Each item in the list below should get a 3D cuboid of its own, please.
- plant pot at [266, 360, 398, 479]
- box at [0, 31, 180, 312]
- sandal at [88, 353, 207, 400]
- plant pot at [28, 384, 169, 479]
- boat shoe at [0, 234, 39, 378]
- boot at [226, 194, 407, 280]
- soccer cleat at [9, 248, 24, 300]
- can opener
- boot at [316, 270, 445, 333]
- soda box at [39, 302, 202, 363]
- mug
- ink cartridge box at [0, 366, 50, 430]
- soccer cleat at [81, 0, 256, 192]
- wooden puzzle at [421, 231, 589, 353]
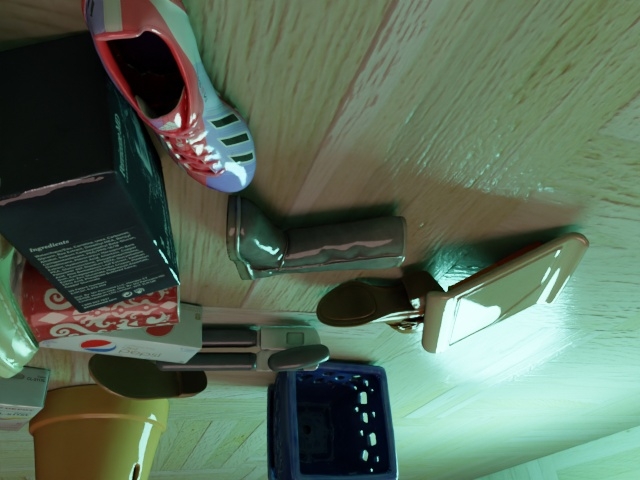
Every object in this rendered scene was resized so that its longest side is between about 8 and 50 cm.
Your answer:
[{"bbox_3d":[0.004,0.398,1.116,0.235,0.236,0.212,8,152,-23],"label":"plant pot"},{"bbox_3d":[-0.188,-0.051,0.428,0.093,0.156,0.158,-15,148,-6],"label":"box"},{"bbox_3d":[-0.330,0.267,0.971,0.079,0.088,0.240,-36,142,29],"label":"sandal"},{"bbox_3d":[-0.482,0.455,1.130,0.290,0.204,0.291,-4,147,-3],"label":"plant pot"},{"bbox_3d":[-0.275,-0.028,0.409,0.098,0.109,0.303,-26,119,-31],"label":"boat shoe"},{"bbox_3d":[0.000,-0.003,0.625,0.208,0.076,0.190,0,162,2],"label":"boot"},{"bbox_3d":[-0.386,0.016,0.572,0.331,0.116,0.143,-51,171,30],"label":"soccer cleat"},{"bbox_3d":[-0.127,0.181,0.875,0.283,0.076,0.095,3,166,-14],"label":"can opener"},{"bbox_3d":[0.105,0.117,0.836,0.197,0.073,0.152,-13,151,15],"label":"boot"},{"bbox_3d":[-0.286,0.124,0.769,0.216,0.074,0.069,16,141,-30],"label":"soda box"},{"bbox_3d":[-0.259,0.060,0.635,0.169,0.113,0.150,-2,165,-15],"label":"mug"},{"bbox_3d":[-0.602,0.295,0.978,0.127,0.072,0.175,20,139,-34],"label":"ink cartridge box"},{"bbox_3d":[-0.113,-0.103,0.428,0.083,0.095,0.248,-10,147,5],"label":"soccer cleat"},{"bbox_3d":[0.267,0.083,0.803,0.238,0.044,0.221,-21,148,-5],"label":"wooden puzzle"}]
